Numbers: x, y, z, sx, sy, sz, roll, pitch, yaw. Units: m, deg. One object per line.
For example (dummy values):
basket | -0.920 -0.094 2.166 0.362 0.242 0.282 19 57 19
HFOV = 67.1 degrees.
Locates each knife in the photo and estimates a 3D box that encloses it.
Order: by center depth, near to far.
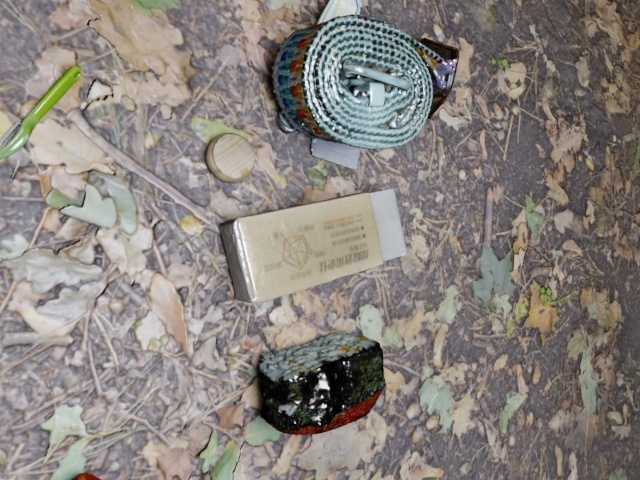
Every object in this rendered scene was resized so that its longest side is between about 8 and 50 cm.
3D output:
knife | -0.397 -0.178 0.680 0.026 0.022 0.184 29 71 1

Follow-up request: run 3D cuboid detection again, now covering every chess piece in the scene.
chess piece | -0.151 -0.139 0.814 0.083 0.038 0.084 3 84 -33

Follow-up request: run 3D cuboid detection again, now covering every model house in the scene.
model house | 0.234 -0.347 1.034 0.152 0.106 0.166 -21 133 -41

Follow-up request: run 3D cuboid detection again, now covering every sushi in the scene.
sushi | 0.007 0.238 0.826 0.225 0.136 0.126 -2 96 -35

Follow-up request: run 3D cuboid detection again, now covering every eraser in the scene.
eraser | 0.000 0.000 0.871 0.343 0.078 0.144 -14 94 -32

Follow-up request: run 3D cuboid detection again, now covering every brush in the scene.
brush | -0.007 -0.331 0.909 0.068 0.060 0.297 27 86 -9

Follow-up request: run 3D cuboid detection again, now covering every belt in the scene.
belt | 0.075 -0.261 0.833 0.294 0.160 0.207 10 97 -31

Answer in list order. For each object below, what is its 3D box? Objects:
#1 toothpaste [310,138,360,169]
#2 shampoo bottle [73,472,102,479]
toothpaste | 0.053 -0.288 0.938 0.099 0.068 0.283 12 87 -2
shampoo bottle | -0.367 0.446 0.604 0.104 0.104 0.278 47 65 -19
